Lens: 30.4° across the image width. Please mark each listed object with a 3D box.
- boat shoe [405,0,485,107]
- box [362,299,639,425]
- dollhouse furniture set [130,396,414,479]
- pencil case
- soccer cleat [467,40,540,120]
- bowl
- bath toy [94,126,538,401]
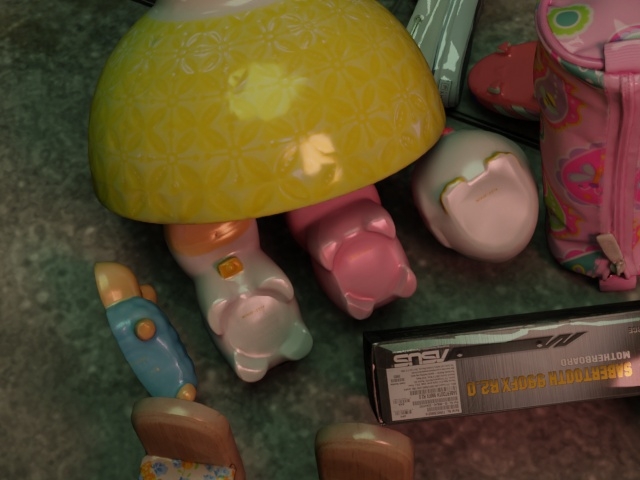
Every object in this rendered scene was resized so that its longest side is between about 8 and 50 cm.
[{"bbox_3d":[0.112,-0.228,1.073,0.075,0.083,0.226,12,63,9],"label":"boat shoe"},{"bbox_3d":[0.147,0.082,0.836,0.230,0.183,0.056,-7,87,-1],"label":"box"},{"bbox_3d":[-0.145,0.264,0.709,0.394,0.256,0.362,7,61,8],"label":"dollhouse furniture set"},{"bbox_3d":[0.220,-0.078,0.869,0.124,0.284,0.124,-5,56,8],"label":"pencil case"},{"bbox_3d":[0.251,-0.122,1.014,0.247,0.095,0.083,1,55,21],"label":"soccer cleat"},{"bbox_3d":[-0.057,-0.142,0.915,0.289,0.156,0.289,-10,24,5],"label":"bowl"},{"bbox_3d":[0.000,0.000,0.934,0.348,0.129,0.151,-23,105,-7],"label":"bath toy"}]
